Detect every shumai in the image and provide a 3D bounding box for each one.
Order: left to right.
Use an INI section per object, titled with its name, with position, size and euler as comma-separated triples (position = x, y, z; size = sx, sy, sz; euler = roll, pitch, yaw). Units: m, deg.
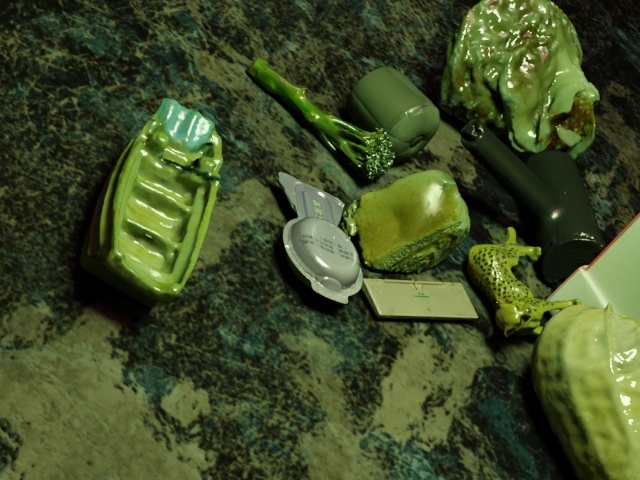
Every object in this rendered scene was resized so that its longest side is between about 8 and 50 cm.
[shumai]
position = 0.291, -0.213, 2.293
size = 0.256, 0.189, 0.218
euler = -15, 57, -46

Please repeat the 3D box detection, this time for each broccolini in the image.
[broccolini]
position = 0.003, -0.158, 2.051
size = 0.216, 0.058, 0.067
euler = 44, 35, 7

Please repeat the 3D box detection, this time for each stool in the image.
[stool]
position = 0.089, -0.160, 2.111
size = 0.096, 0.096, 0.110
euler = -7, 50, -50

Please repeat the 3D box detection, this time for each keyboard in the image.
[keyboard]
position = 0.112, 0.069, 1.925
size = 0.166, 0.017, 0.055
euler = 4, 51, -43

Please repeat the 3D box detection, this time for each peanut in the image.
[peanut]
position = 0.353, 0.210, 1.866
size = 0.158, 0.174, 0.340
euler = 73, -4, -58

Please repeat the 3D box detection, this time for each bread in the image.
[bread]
position = 0.112, -0.027, 1.960
size = 0.156, 0.110, 0.103
euler = -8, 61, -49

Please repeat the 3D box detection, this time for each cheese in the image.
[cheese]
position = 0.000, 0.000, 1.868
size = 0.105, 0.042, 0.191
euler = 24, 34, -25

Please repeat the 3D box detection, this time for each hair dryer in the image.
[hair dryer]
position = 0.265, -0.073, 2.140
size = 0.251, 0.089, 0.197
euler = 41, 27, -33

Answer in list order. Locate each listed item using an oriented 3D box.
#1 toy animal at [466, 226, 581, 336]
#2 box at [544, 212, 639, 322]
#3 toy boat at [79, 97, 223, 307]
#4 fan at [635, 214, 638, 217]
[toy animal]
position = 0.226, 0.050, 2.016
size = 0.136, 0.073, 0.181
euler = 6, 43, -40
[box]
position = 0.526, 0.101, 2.041
size = 0.314, 0.300, 0.312
euler = 1, 50, -46
[toy boat]
position = -0.170, -0.030, 1.699
size = 0.111, 0.084, 0.276
euler = 32, 36, -17
[fan]
position = 0.592, 0.007, 2.497
size = 0.294, 0.012, 0.223
euler = 37, 32, -6
